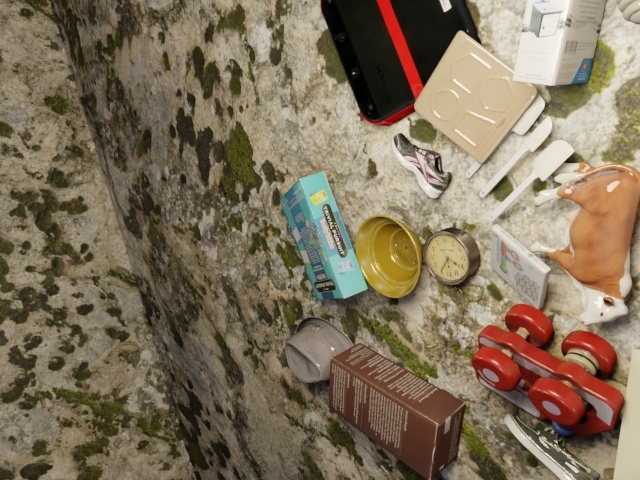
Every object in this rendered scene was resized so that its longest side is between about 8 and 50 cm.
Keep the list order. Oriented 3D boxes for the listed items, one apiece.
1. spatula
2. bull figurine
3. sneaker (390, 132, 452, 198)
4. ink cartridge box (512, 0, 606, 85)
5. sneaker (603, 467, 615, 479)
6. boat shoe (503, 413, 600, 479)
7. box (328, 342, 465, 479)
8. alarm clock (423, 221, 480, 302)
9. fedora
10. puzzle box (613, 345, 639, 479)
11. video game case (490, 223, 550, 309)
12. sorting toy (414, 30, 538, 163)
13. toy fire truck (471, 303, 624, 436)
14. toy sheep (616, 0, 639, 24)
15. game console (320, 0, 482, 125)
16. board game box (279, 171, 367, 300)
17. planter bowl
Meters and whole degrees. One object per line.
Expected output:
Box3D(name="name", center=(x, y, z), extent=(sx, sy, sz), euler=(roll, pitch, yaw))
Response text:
Box3D(name="spatula", center=(0.390, -0.162, 1.045), extent=(0.242, 0.019, 0.168), euler=(-58, 44, 50))
Box3D(name="bull figurine", center=(0.496, 0.002, 0.956), extent=(0.188, 0.101, 0.311), euler=(23, 121, 44))
Box3D(name="sneaker", center=(0.244, -0.189, 1.206), extent=(0.178, 0.072, 0.077), euler=(52, 125, 10))
Box3D(name="ink cartridge box", center=(0.413, -0.368, 0.875), extent=(0.082, 0.139, 0.191), euler=(24, 121, 43))
Box3D(name="sneaker", center=(0.617, 0.489, 1.037), extent=(0.086, 0.064, 0.192), euler=(30, 127, 35))
Box3D(name="boat shoe", center=(0.513, 0.459, 1.146), extent=(0.070, 0.077, 0.219), euler=(-54, 47, 6))
Box3D(name="box", center=(0.200, 0.463, 1.445), extent=(0.381, 0.143, 0.191), euler=(25, 122, 43))
Box3D(name="alarm clock", center=(0.312, 0.054, 1.213), extent=(0.129, 0.064, 0.192), euler=(3, 105, 48))
Box3D(name="fedora", center=(-0.019, 0.380, 1.668), extent=(0.275, 0.124, 0.244), euler=(26, 123, 40))
Box3D(name="puzzle box", center=(0.719, 0.359, 0.833), extent=(0.408, 0.052, 0.272), euler=(12, 98, 46))
Box3D(name="video game case", center=(0.408, 0.056, 1.062), extent=(0.143, 0.019, 0.157), euler=(51, 170, 37))
Box3D(name="sorting toy", center=(0.314, -0.293, 1.063), extent=(0.208, 0.038, 0.193), euler=(46, 136, 16))
Box3D(name="toy fire truck", center=(0.467, 0.299, 1.085), extent=(0.302, 0.169, 0.254), euler=(27, 150, 38))
Box3D(name="toy sheep", center=(0.511, -0.386, 0.801), extent=(0.091, 0.091, 0.132), euler=(-10, 78, 50))
Box3D(name="game console", center=(0.171, -0.492, 1.177), extent=(0.342, 0.060, 0.387), euler=(-23, 88, 44))
Box3D(name="board game box", center=(0.000, 0.000, 1.472), extent=(0.336, 0.079, 0.254), euler=(69, 162, 1))
Box3D(name="planter bowl", center=(0.195, 0.030, 1.314), extent=(0.217, 0.090, 0.217), euler=(24, 123, 44))
